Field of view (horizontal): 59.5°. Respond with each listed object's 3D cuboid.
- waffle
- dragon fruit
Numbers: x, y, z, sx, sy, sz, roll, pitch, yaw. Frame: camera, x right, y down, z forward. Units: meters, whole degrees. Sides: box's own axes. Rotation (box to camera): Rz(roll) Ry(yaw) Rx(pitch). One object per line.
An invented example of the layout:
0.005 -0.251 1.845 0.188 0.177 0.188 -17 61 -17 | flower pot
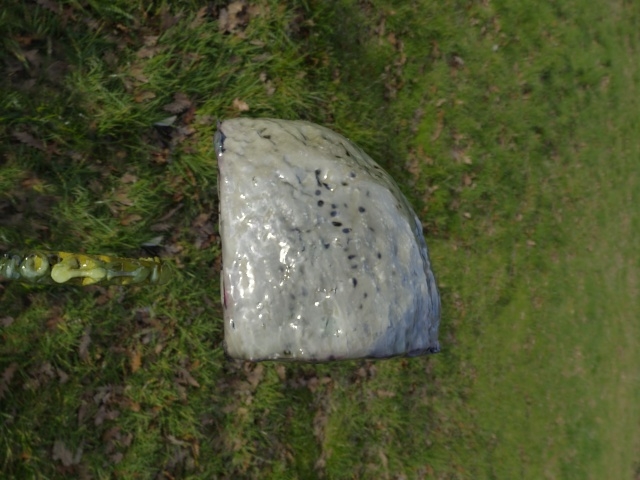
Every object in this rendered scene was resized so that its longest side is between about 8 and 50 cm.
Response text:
-0.261 0.031 0.632 0.183 0.169 0.036 5 89 -23 | waffle
0.000 0.000 0.551 0.203 0.283 0.221 -3 85 -11 | dragon fruit
